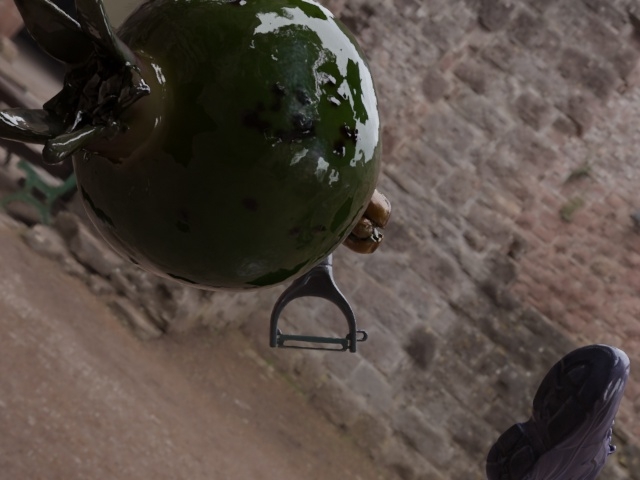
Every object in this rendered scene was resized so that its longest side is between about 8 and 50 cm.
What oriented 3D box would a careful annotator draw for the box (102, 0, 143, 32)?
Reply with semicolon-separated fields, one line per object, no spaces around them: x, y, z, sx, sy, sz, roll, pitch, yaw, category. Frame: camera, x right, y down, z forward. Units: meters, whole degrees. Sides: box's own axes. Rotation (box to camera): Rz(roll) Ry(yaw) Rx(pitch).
-0.149;-0.136;0.940;0.168;0.095;0.212;46;-28;53;box

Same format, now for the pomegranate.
-0.070;-0.063;0.499;0.181;0.181;0.224;40;13;32;pomegranate

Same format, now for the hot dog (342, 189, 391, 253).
0.021;-0.063;1.350;0.068;0.100;0.249;8;20;-31;hot dog

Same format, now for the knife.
0.001;-0.001;1.160;0.123;0.278;0.053;7;-22;-20;knife

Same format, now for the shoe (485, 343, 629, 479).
0.323;0.236;1.165;0.137;0.245;0.095;16;30;-27;shoe
